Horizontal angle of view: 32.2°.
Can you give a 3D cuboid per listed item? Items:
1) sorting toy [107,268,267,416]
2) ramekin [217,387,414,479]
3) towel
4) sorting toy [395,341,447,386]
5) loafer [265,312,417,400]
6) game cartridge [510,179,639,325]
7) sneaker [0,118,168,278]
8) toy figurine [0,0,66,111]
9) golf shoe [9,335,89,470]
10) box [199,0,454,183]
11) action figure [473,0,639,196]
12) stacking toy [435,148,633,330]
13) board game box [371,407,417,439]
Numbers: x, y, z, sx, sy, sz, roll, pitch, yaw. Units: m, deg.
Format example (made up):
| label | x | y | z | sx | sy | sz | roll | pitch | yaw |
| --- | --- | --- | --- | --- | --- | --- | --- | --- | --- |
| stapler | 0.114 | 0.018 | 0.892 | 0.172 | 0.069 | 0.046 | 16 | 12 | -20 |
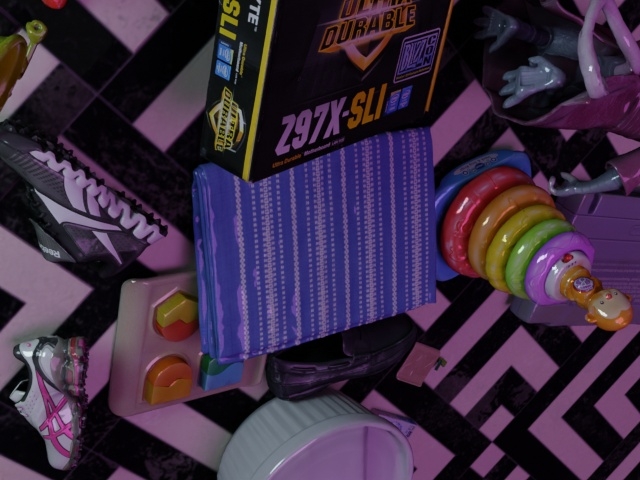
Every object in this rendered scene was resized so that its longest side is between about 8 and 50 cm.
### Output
| label | x | y | z | sx | sy | sz | roll | pitch | yaw |
| --- | --- | --- | --- | --- | --- | --- | --- | --- | --- |
| sorting toy | -0.147 | 0.120 | 1.343 | 0.208 | 0.038 | 0.193 | -7 | 122 | -33 |
| ramekin | -0.016 | 0.323 | 1.512 | 0.273 | 0.127 | 0.272 | -17 | 126 | -26 |
| towel | 0.000 | 0.000 | 1.346 | 0.336 | 0.040 | 0.243 | -13 | 108 | -31 |
| sorting toy | 0.151 | 0.184 | 1.629 | 0.083 | 0.012 | 0.062 | 23 | 98 | -40 |
| loafer | 0.031 | 0.142 | 1.466 | 0.223 | 0.076 | 0.078 | -19 | 136 | -21 |
| game cartridge | 0.461 | 0.026 | 1.727 | 0.355 | 0.068 | 0.230 | 3 | 120 | -38 |
| sneaker | -0.260 | -0.030 | 1.130 | 0.106 | 0.078 | 0.234 | -50 | 137 | -2 |
| toy figurine | -0.304 | -0.270 | 0.932 | 0.217 | 0.191 | 0.362 | 31 | 96 | -16 |
| golf shoe | -0.306 | 0.183 | 1.258 | 0.086 | 0.067 | 0.186 | 2 | 121 | -8 |
| box | 0.022 | -0.222 | 1.144 | 0.322 | 0.079 | 0.257 | -25 | 138 | -47 |
| action figure | 0.374 | -0.193 | 1.346 | 0.370 | 0.276 | 0.248 | 18 | 71 | -25 |
| stacking toy | 0.281 | 0.024 | 1.415 | 0.175 | 0.302 | 0.165 | -25 | 131 | -20 |
| board game box | 0.088 | 0.298 | 1.653 | 0.090 | 0.020 | 0.090 | 23 | 103 | -43 |
